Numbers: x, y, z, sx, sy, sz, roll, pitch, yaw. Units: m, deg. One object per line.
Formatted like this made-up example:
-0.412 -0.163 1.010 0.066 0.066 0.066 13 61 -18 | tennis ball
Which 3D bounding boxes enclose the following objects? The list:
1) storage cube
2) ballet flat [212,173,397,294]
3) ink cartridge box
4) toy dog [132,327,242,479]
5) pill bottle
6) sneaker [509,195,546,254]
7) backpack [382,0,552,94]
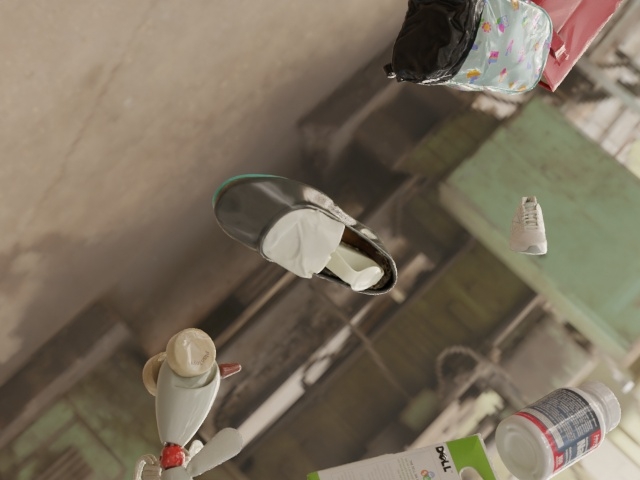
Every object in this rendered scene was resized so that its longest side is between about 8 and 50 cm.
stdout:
0.279 -0.356 1.672 0.193 0.215 0.184 -52 147 -1 | storage cube
0.000 0.000 1.374 0.280 0.096 0.095 20 112 -49 | ballet flat
0.127 0.392 1.688 0.255 0.188 0.097 -12 138 -9 | ink cartridge box
-0.208 0.319 2.119 0.161 0.333 0.220 6 178 -27 | toy dog
0.358 0.279 1.823 0.180 0.108 0.108 -22 153 -33 | pill bottle
0.308 -0.022 1.830 0.152 0.054 0.061 -83 177 -69 | sneaker
0.170 -0.224 1.351 0.182 0.115 0.151 4 113 -51 | backpack
